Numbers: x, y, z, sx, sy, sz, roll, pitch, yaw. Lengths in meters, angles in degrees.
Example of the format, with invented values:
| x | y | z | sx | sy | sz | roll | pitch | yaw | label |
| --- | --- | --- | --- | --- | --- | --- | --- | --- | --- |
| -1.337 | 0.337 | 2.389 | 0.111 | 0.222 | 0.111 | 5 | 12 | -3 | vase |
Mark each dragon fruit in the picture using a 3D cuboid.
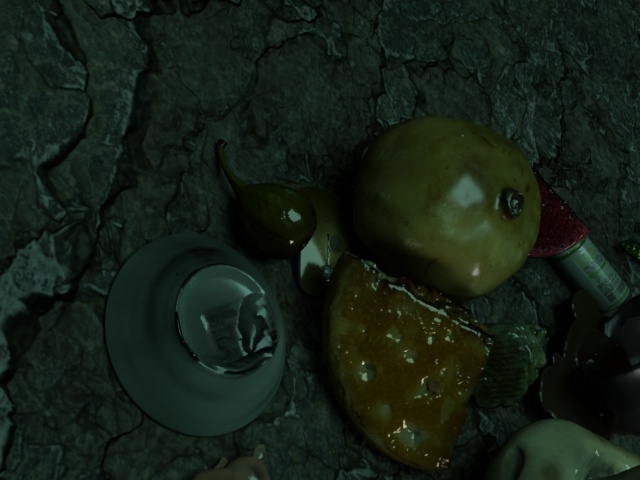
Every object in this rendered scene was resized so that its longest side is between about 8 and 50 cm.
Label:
| x | y | z | sx | sy | sz | roll | pitch | yaw | label |
| --- | --- | --- | --- | --- | --- | --- | --- | --- | --- |
| 0.382 | -0.067 | 1.938 | 0.261 | 0.163 | 0.189 | 44 | 54 | -29 | dragon fruit |

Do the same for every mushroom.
| x | y | z | sx | sy | sz | roll | pitch | yaw | label |
| --- | --- | --- | --- | --- | --- | --- | --- | --- | --- |
| 0.449 | 0.454 | 1.704 | 0.353 | 0.353 | 0.325 | 60 | 19 | 0 | mushroom |

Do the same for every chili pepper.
| x | y | z | sx | sy | sz | roll | pitch | yaw | label |
| --- | --- | --- | --- | --- | --- | --- | --- | --- | --- |
| 0.722 | 0.049 | 2.208 | 0.182 | 0.050 | 0.073 | 42 | 59 | -12 | chili pepper |

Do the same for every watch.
| x | y | z | sx | sy | sz | roll | pitch | yaw | label |
| --- | --- | --- | --- | --- | --- | --- | --- | --- | --- |
| 0.605 | 0.240 | 1.866 | 0.314 | 0.327 | 0.335 | 52 | 51 | -7 | watch |

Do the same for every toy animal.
| x | y | z | sx | sy | sz | roll | pitch | yaw | label |
| --- | --- | --- | --- | --- | --- | --- | --- | --- | --- |
| -0.131 | 0.357 | 1.446 | 0.150 | 0.089 | 0.083 | -18 | 86 | -30 | toy animal |

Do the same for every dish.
| x | y | z | sx | sy | sz | roll | pitch | yaw | label |
| --- | --- | --- | --- | --- | --- | --- | --- | --- | --- |
| -0.159 | 0.127 | 1.504 | 0.316 | 0.106 | 0.316 | 15 | 63 | -31 | dish |

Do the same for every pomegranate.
| x | y | z | sx | sy | sz | roll | pitch | yaw | label |
| --- | --- | --- | --- | --- | --- | --- | --- | --- | --- |
| 0.219 | -0.062 | 1.723 | 0.332 | 0.332 | 0.333 | 14 | 64 | -31 | pomegranate |

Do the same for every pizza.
| x | y | z | sx | sy | sz | roll | pitch | yaw | label |
| --- | --- | --- | --- | --- | --- | --- | --- | --- | --- |
| 0.142 | 0.189 | 1.638 | 0.277 | 0.114 | 0.409 | -30 | 105 | -5 | pizza |

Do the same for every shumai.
| x | y | z | sx | sy | sz | roll | pitch | yaw | label |
| --- | --- | --- | --- | --- | --- | --- | --- | --- | --- |
| 0.314 | 0.191 | 1.808 | 0.184 | 0.184 | 0.142 | 50 | 27 | -9 | shumai |

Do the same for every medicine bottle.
| x | y | z | sx | sy | sz | roll | pitch | yaw | label |
| --- | --- | --- | --- | --- | --- | --- | --- | --- | --- |
| 0.540 | 0.057 | 2.049 | 0.183 | 0.086 | 0.086 | 50 | 51 | -9 | medicine bottle |

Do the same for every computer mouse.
| x | y | z | sx | sy | sz | roll | pitch | yaw | label |
| --- | --- | --- | --- | --- | --- | --- | --- | --- | --- |
| 0.001 | -0.001 | 1.711 | 0.102 | 0.045 | 0.199 | 11 | 65 | -30 | computer mouse |

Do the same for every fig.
| x | y | z | sx | sy | sz | roll | pitch | yaw | label |
| --- | --- | --- | --- | --- | --- | --- | --- | --- | --- |
| -0.105 | -0.075 | 1.633 | 0.124 | 0.124 | 0.236 | -31 | 76 | -40 | fig |
